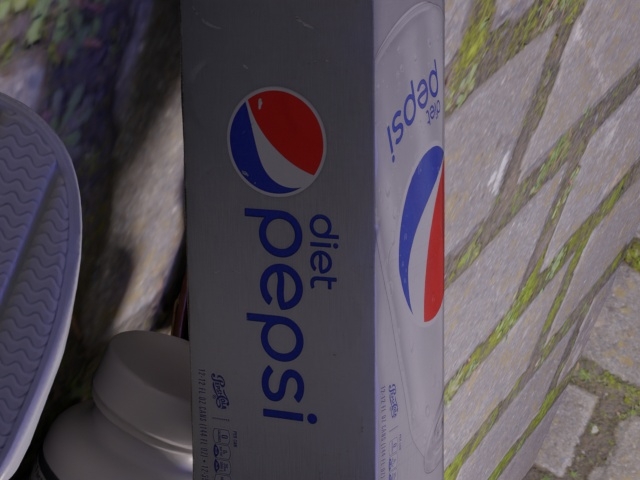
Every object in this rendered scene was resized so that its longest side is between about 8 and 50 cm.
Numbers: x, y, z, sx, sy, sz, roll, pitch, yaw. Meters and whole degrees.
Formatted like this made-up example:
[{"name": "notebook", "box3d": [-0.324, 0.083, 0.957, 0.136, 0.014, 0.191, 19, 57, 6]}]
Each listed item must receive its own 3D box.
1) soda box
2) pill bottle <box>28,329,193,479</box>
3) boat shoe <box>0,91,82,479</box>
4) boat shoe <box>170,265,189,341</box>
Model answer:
[{"name": "soda box", "box3d": [0.000, 0.000, 0.688, 0.091, 0.098, 0.286, -24, 116, -63]}, {"name": "pill bottle", "box3d": [-0.103, 0.144, 0.778, 0.180, 0.108, 0.108, -66, 162, 15]}, {"name": "boat shoe", "box3d": [-0.183, 0.099, 0.513, 0.335, 0.121, 0.119, -63, -174, 0]}, {"name": "boat shoe", "box3d": [-0.031, -0.002, 0.810, 0.073, 0.073, 0.207, -40, 153, -53]}]
